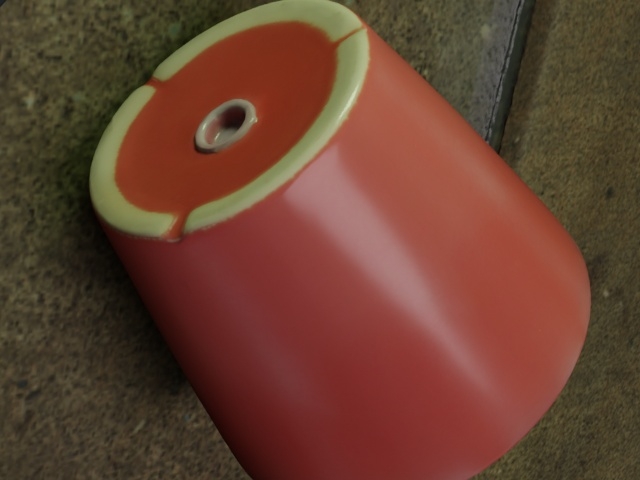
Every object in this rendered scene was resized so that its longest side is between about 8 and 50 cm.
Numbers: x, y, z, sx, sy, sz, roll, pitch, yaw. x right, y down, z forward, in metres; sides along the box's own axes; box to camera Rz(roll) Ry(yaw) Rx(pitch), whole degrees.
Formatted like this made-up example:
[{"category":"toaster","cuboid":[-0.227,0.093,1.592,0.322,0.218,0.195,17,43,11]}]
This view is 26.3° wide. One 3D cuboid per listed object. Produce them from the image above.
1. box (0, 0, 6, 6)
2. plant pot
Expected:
[{"category":"box","cuboid":[-0.161,-0.210,0.656,0.180,0.147,0.077,-52,139,-12]},{"category":"plant pot","cuboid":[0.000,0.000,0.872,0.275,0.275,0.243,-50,130,-15]}]
